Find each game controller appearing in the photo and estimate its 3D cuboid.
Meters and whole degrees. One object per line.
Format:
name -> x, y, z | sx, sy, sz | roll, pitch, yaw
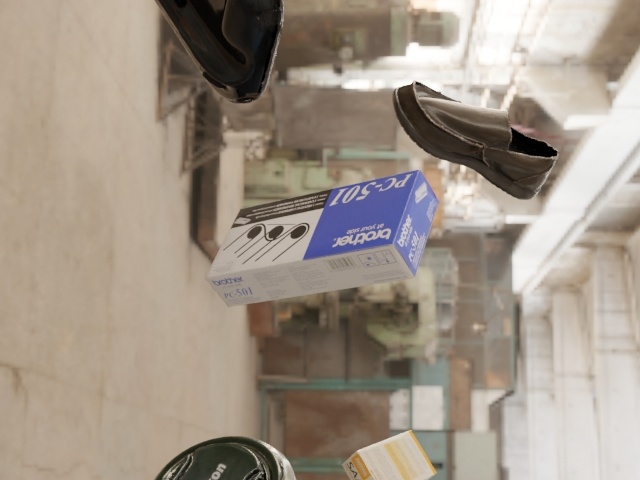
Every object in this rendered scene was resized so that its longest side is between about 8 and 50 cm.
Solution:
game controller -> -0.128, -0.278, 0.949 | 0.319, 0.067, 0.166 | 57, -35, 20

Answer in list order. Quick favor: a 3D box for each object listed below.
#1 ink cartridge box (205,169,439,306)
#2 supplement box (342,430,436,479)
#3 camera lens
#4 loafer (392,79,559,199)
ink cartridge box -> 0.000, 0.000, 0.955 | 0.046, 0.207, 0.097 | 55, 40, -32
supplement box -> 0.081, 0.269, 1.223 | 0.036, 0.098, 0.062 | -49, -117, 38
camera lens -> -0.118, 0.434, 1.482 | 0.219, 0.219, 0.274 | -86, 164, -54
loafer -> 0.179, -0.127, 1.173 | 0.078, 0.220, 0.080 | -46, -149, 36
